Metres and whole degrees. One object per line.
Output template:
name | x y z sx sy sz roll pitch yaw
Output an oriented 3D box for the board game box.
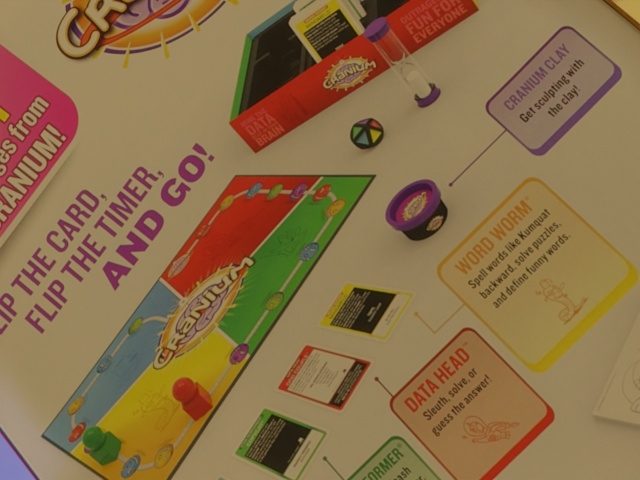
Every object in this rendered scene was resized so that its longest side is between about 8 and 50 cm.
board game box | 0.000 0.000 0.380 0.316 0.242 0.064 47 -177 20
